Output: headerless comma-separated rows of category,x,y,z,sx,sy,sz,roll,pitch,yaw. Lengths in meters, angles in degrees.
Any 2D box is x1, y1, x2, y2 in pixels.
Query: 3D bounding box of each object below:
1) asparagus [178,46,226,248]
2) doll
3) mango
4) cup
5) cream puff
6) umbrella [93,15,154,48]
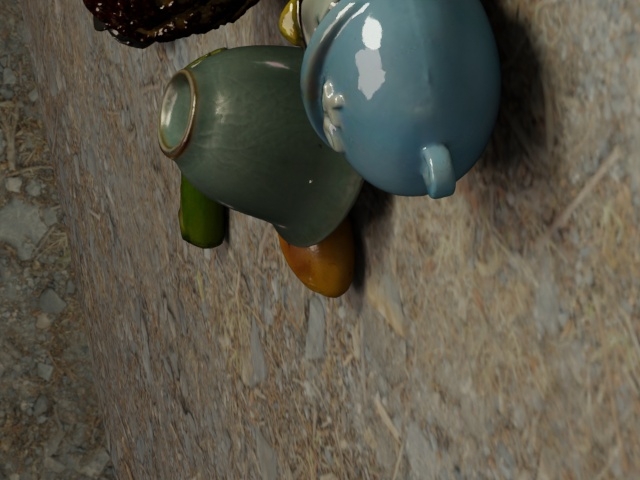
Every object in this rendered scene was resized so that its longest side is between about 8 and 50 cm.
asparagus,-0.148,-0.115,1.524,0.067,0.060,0.278,-113,23,-58
doll,0.043,-0.151,0.885,0.177,0.141,0.314,85,168,-51
mango,0.000,0.000,1.178,0.080,0.060,0.114,-11,86,53
cup,-0.064,-0.101,1.096,0.199,0.150,0.199,-23,62,56
cream puff,-0.125,-0.295,1.154,0.164,0.239,0.239,33,143,12
umbrella,-0.213,-0.340,1.563,0.340,0.118,0.118,-23,77,63
